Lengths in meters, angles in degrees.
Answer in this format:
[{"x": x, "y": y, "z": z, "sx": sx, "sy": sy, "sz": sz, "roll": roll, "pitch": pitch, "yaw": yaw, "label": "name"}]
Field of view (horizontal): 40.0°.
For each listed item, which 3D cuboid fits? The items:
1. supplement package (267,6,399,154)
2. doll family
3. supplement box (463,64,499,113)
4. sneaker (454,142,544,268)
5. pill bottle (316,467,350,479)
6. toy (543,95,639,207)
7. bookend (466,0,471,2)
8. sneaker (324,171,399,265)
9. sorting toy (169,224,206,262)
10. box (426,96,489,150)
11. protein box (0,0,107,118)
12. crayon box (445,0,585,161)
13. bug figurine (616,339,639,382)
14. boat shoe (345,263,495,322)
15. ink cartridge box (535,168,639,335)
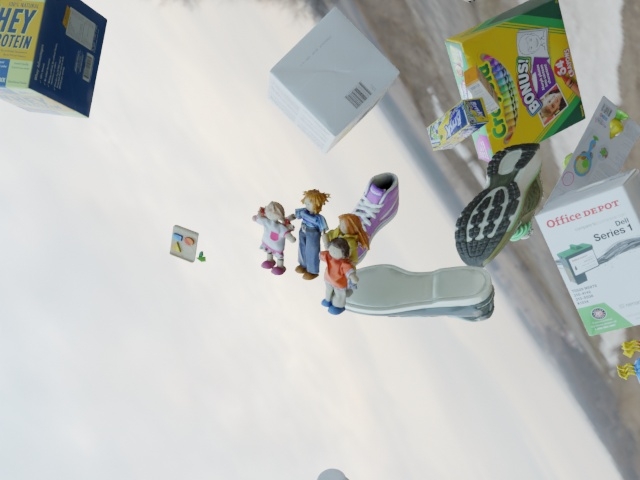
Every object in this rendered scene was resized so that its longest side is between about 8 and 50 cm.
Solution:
[{"x": 0.020, "y": -0.341, "z": 1.933, "sx": 0.198, "sy": 0.199, "sz": 0.262, "roll": 45, "pitch": 175, "yaw": -1, "label": "supplement package"}, {"x": 0.000, "y": 0.000, "z": 1.552, "sx": 0.263, "sy": 0.118, "sz": 0.163, "roll": 30, "pitch": 127, "yaw": 38, "label": "doll family"}, {"x": 0.371, "y": -0.346, "z": 2.020, "sx": 0.098, "sy": 0.036, "sz": 0.062, "roll": 45, "pitch": -149, "yaw": -32, "label": "supplement box"}, {"x": 0.457, "y": -0.055, "z": 2.080, "sx": 0.182, "sy": 0.158, "sz": 0.410, "roll": 55, "pitch": -131, "yaw": -25, "label": "sneaker"}, {"x": 0.041, "y": 0.683, "z": 2.308, "sx": 0.108, "sy": 0.108, "sz": 0.193, "roll": -117, "pitch": 11, "yaw": -45, "label": "pill bottle"}, {"x": 0.509, "y": -0.144, "z": 1.680, "sx": 0.137, "sy": 0.237, "sz": 0.056, "roll": 28, "pitch": -177, "yaw": -33, "label": "toy"}, {"x": 0.298, "y": -0.584, "z": 1.924, "sx": 0.156, "sy": 0.072, "sz": 0.157, "roll": 22, "pitch": -168, "yaw": -13, "label": "bookend"}, {"x": 0.101, "y": -0.060, "z": 2.166, "sx": 0.102, "sy": 0.282, "sz": 0.161, "roll": 29, "pitch": 150, "yaw": 16, "label": "sneaker"}, {"x": -0.249, "y": 0.011, "z": 1.665, "sx": 0.083, "sy": 0.062, "sz": 0.012, "roll": 20, "pitch": -160, "yaw": 19, "label": "sorting toy"}, {"x": 0.301, "y": -0.255, "z": 1.933, "sx": 0.169, "sy": 0.054, "sz": 0.059, "roll": 144, "pitch": 113, "yaw": -65, "label": "box"}, {"x": -0.507, "y": -0.345, "z": 1.581, "sx": 0.201, "sy": 0.136, "sz": 0.200, "roll": 24, "pitch": -105, "yaw": -73, "label": "protein box"}, {"x": 0.541, "y": -0.439, "z": 2.417, "sx": 0.106, "sy": 0.313, "sz": 0.363, "roll": 35, "pitch": 150, "yaw": 62, "label": "crayon box"}, {"x": 0.795, "y": 0.306, "z": 1.976, "sx": 0.279, "sy": 0.072, "sz": 0.216, "roll": 27, "pitch": -151, "yaw": -10, "label": "bug figurine"}, {"x": 0.175, "y": 0.114, "z": 1.670, "sx": 0.099, "sy": 0.319, "sz": 0.116, "roll": 63, "pitch": -147, "yaw": -43, "label": "boat shoe"}, {"x": 0.459, "y": 0.020, "z": 1.378, "sx": 0.092, "sy": 0.160, "sz": 0.219, "roll": -32, "pitch": -83, "yaw": -49, "label": "ink cartridge box"}]
